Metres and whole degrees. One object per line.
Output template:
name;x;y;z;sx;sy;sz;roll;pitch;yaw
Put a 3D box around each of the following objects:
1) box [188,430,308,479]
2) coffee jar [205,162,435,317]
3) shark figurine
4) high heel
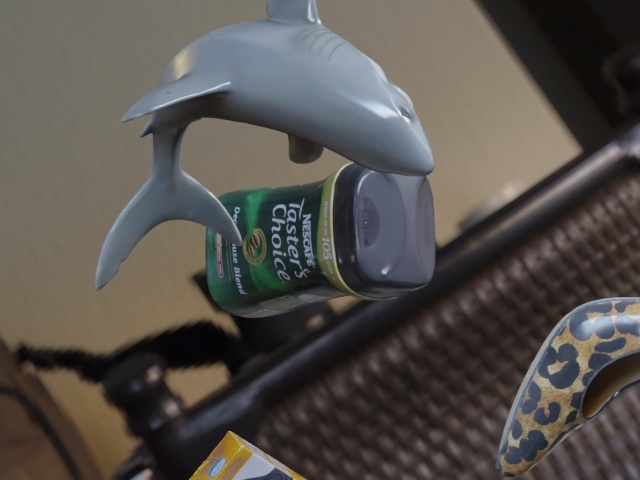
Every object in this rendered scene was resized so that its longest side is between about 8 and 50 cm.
box;-0.047;0.213;1.304;0.081;0.136;0.028;-51;36;2
coffee jar;0.000;0.000;1.183;0.079;0.096;0.184;6;-12;-41
shark figurine;-0.072;-0.070;0.952;0.116;0.166;0.278;-30;5;-36
high heel;0.259;0.109;1.208;0.261;0.186;0.093;-53;-23;5
